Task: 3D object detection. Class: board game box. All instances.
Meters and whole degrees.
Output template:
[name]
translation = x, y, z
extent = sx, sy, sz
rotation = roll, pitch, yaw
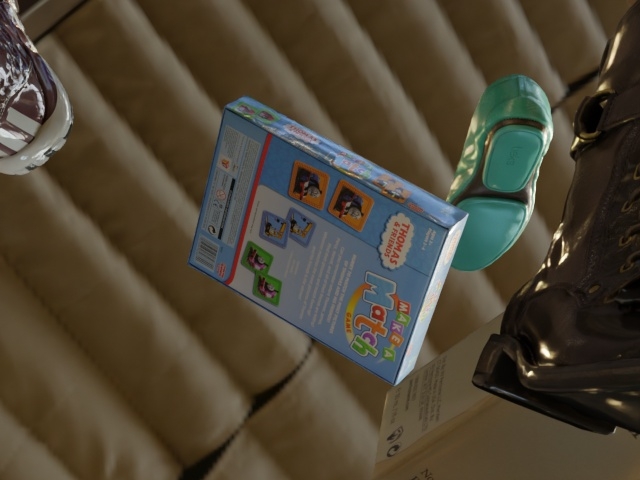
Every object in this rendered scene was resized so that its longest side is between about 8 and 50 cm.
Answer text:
[board game box]
translation = 0.000, 0.000, 1.206
extent = 0.211, 0.160, 0.039
rotation = 30, -144, 20

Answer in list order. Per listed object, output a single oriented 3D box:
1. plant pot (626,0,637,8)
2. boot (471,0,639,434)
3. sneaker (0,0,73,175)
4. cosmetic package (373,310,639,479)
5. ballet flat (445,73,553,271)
[plant pot]
translation = 0.336, -0.290, 1.143
extent = 0.263, 0.263, 0.229
rotation = -55, -46, -28
[boot]
translation = 0.158, -0.026, 0.683
extent = 0.091, 0.263, 0.229
rotation = 23, -97, -15
[sneaker]
translation = -0.293, -0.181, 1.090
extent = 0.106, 0.162, 0.281
rotation = -42, -113, 7
[cosmetic package]
translation = 0.200, 0.095, 0.938
extent = 0.160, 0.309, 0.113
rotation = 46, -155, -14
[ballet flat]
translation = 0.167, -0.067, 1.414
extent = 0.083, 0.247, 0.087
rotation = 9, -125, -4
